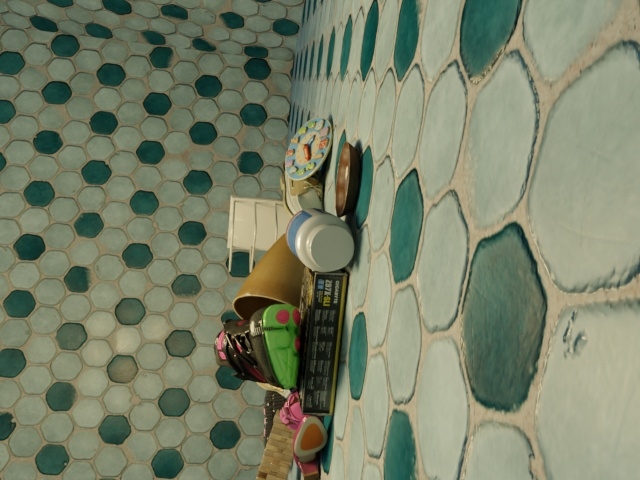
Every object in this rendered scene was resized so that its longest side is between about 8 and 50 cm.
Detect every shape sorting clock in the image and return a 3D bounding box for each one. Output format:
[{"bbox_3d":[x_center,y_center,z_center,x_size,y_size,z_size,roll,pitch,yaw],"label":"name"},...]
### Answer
[{"bbox_3d":[-0.038,-0.273,1.792,0.206,0.040,0.206,-24,54,37],"label":"shape sorting clock"}]

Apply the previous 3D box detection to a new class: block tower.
[{"bbox_3d":[-0.140,0.690,1.810,0.091,0.097,0.335,104,-178,-86],"label":"block tower"}]

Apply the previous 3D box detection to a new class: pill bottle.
[{"bbox_3d":[0.000,0.000,1.294,0.221,0.124,0.124,-142,57,-76],"label":"pill bottle"}]

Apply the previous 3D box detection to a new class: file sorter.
[{"bbox_3d":[-0.146,-0.006,1.882,0.173,0.278,0.192,-101,17,-54],"label":"file sorter"}]

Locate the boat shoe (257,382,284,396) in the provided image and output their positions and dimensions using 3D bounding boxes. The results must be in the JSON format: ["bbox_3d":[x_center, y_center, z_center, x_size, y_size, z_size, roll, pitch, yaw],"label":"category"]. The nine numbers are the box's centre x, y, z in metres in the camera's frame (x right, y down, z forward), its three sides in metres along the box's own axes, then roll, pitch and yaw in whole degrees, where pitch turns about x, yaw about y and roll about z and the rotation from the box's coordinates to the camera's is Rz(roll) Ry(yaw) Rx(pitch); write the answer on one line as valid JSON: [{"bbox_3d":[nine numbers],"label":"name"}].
[{"bbox_3d":[-0.152,0.478,2.053,0.063,0.170,0.059,-50,-33,-40],"label":"boat shoe"}]

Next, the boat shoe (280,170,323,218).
[{"bbox_3d":[-0.049,-0.145,1.824,0.103,0.113,0.302,-55,37,27],"label":"boat shoe"}]

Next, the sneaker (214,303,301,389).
[{"bbox_3d":[-0.154,0.266,1.435,0.483,0.202,0.185,111,162,-68],"label":"sneaker"}]

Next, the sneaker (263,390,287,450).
[{"bbox_3d":[-0.146,0.617,2.106,0.131,0.112,0.319,98,179,-68],"label":"sneaker"}]

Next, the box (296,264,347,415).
[{"bbox_3d":[-0.006,0.207,1.419,0.257,0.079,0.322,-135,50,-79],"label":"box"}]

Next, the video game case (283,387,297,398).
[{"bbox_3d":[-0.064,0.346,1.698,0.166,0.015,0.119,-56,31,26],"label":"video game case"}]

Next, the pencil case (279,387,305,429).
[{"bbox_3d":[-0.056,0.434,1.545,0.095,0.098,0.209,60,162,19],"label":"pencil case"}]

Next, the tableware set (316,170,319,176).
[{"bbox_3d":[-0.029,-0.202,2.016,0.194,0.039,0.128,-156,82,-79],"label":"tableware set"}]

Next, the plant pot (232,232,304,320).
[{"bbox_3d":[-0.091,0.110,1.694,0.237,0.237,0.254,107,-178,-57],"label":"plant pot"}]

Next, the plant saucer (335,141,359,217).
[{"bbox_3d":[0.060,-0.131,1.323,0.168,0.029,0.168,-174,90,-82],"label":"plant saucer"}]

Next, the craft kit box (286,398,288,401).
[{"bbox_3d":[-0.065,0.359,1.864,0.250,0.061,0.246,106,169,-58],"label":"craft kit box"}]

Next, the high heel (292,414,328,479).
[{"bbox_3d":[-0.031,0.461,1.429,0.117,0.082,0.244,-112,13,-52],"label":"high heel"}]
